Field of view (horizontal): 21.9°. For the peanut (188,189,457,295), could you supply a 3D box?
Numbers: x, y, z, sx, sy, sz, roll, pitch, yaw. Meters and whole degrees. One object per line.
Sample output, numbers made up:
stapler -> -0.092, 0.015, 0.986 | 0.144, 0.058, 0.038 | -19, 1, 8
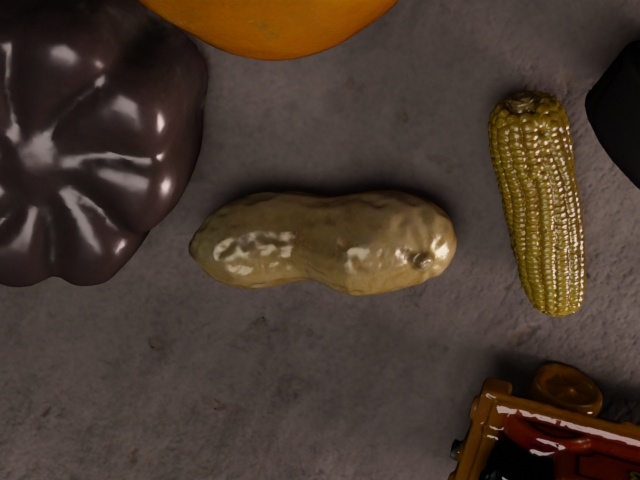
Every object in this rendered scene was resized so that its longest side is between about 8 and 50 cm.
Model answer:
peanut -> 0.000, 0.000, 1.602 | 0.263, 0.117, 0.101 | 3, 97, 12

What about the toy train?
toy train -> 0.307, 0.261, 1.617 | 0.369, 0.232, 0.163 | 15, 116, 1

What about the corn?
corn -> 0.208, -0.032, 1.565 | 0.080, 0.080, 0.231 | -5, 117, 12

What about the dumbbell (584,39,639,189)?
dumbbell -> 0.392, -0.175, 1.386 | 0.203, 0.204, 0.322 | 33, 118, -8

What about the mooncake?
mooncake -> -0.254, -0.103, 1.568 | 0.306, 0.154, 0.306 | 4, 121, 6

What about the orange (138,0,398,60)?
orange -> -0.043, -0.301, 1.344 | 0.312, 0.312, 0.312 | 4, 118, 8
